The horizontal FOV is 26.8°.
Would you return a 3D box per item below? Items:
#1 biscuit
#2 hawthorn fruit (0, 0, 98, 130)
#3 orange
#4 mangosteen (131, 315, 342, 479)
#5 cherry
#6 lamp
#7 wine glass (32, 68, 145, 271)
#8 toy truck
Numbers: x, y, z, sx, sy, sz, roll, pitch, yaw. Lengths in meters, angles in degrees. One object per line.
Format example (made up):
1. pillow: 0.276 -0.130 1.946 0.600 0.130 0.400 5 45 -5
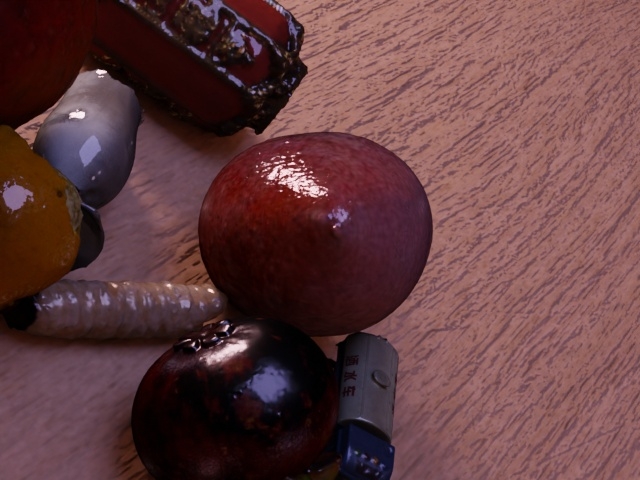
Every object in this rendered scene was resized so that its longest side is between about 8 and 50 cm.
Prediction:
1. biscuit: -0.183 0.062 1.221 0.219 0.061 0.055 3 71 -43
2. hawthorn fruit: -0.331 -0.205 1.116 0.284 0.285 0.369 37 -2 -8
3. orange: -0.281 -0.008 1.097 0.160 0.170 0.112 12 11 12
4. mangosteen: -0.064 0.165 1.147 0.200 0.200 0.200 26 37 -22
5. cherry: -0.002 0.004 1.310 0.239 0.206 0.239 7 29 -4
6. lamp: -0.147 -0.233 1.494 0.274 0.177 0.177 34 35 -8
7. wine glass: -0.231 -0.075 1.287 0.103 0.103 0.222 30 36 -17
8. toy truck: 0.035 0.172 1.293 0.074 0.088 0.202 32 36 -17
